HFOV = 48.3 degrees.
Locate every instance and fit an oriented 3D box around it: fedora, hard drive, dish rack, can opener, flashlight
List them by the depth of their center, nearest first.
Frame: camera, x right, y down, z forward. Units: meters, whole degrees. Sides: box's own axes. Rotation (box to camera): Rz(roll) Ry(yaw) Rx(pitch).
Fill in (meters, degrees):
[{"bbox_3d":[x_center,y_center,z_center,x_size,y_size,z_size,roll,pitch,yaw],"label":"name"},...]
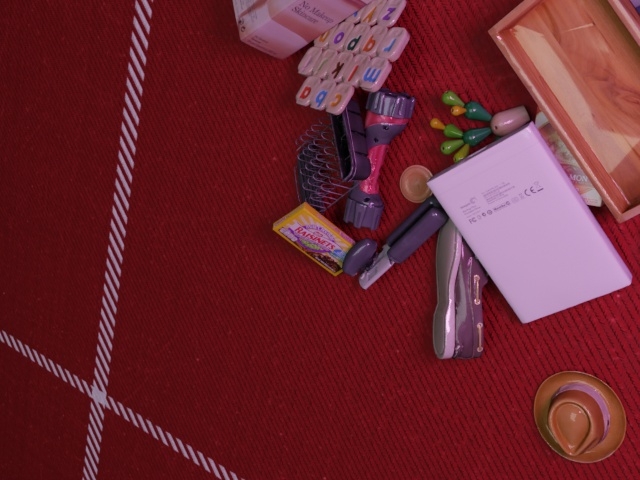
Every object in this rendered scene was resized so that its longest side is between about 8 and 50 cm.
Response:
[{"bbox_3d":[0.396,-0.024,1.367,0.233,0.047,0.353,-29,101,37],"label":"hard drive"},{"bbox_3d":[0.507,0.361,1.421,0.194,0.079,0.194,7,104,31],"label":"fedora"},{"bbox_3d":[0.126,-0.174,1.552,0.103,0.103,0.304,12,109,4],"label":"flashlight"},{"bbox_3d":[0.153,0.002,1.553,0.283,0.095,0.076,-48,28,36],"label":"can opener"},{"bbox_3d":[0.007,-0.175,1.578,0.271,0.074,0.208,-36,55,49],"label":"dish rack"}]

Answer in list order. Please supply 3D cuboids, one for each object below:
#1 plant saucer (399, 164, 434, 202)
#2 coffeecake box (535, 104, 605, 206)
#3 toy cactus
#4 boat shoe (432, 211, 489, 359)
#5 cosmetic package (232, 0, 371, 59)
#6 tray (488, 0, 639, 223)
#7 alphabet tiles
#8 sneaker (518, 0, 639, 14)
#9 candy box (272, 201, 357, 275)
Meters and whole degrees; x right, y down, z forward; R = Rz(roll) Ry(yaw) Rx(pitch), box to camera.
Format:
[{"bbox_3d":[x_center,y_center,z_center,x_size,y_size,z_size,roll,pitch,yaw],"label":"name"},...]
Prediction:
[{"bbox_3d":[0.210,-0.123,1.557,0.083,0.013,0.083,7,104,31],"label":"plant saucer"},{"bbox_3d":[0.476,-0.168,1.345,0.142,0.068,0.185,12,105,30],"label":"coffeecake box"},{"bbox_3d":[0.329,-0.210,1.429,0.181,0.112,0.219,-24,83,15],"label":"toy cactus"},{"bbox_3d":[0.299,0.087,1.491,0.097,0.116,0.324,4,89,-9],"label":"boat shoe"},{"bbox_3d":[-0.031,-0.530,1.536,0.296,0.153,0.129,-26,68,35],"label":"cosmetic package"},{"bbox_3d":[0.488,-0.255,1.211,0.203,0.076,0.411,-36,85,41],"label":"tray"},{"bbox_3d":[0.063,-0.393,1.502,0.284,0.021,0.278,28,86,50],"label":"alphabet tiles"},{"bbox_3d":[0.494,-0.412,1.261,0.319,0.112,0.131,-13,95,33],"label":"sneaker"},{"bbox_3d":[0.000,0.000,1.632,0.105,0.027,0.206,-34,123,31],"label":"candy box"}]
